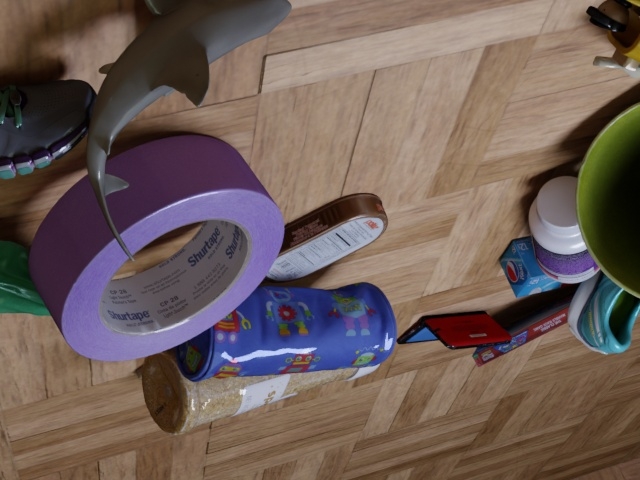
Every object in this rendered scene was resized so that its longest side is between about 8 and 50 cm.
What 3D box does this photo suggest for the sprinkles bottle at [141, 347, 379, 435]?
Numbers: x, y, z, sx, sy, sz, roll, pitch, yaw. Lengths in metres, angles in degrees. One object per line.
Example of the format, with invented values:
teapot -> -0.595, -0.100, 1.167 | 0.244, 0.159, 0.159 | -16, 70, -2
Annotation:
sprinkles bottle -> -0.075, 0.171, 1.754 | 0.355, 0.121, 0.121 | -13, 155, -38

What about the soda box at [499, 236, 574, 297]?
soda box -> 0.393, 0.026, 1.947 | 0.210, 0.071, 0.067 | -12, 153, -20

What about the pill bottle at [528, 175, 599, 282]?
pill bottle -> 0.356, -0.018, 1.788 | 0.108, 0.108, 0.193 | -23, 155, 4

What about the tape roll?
tape roll -> -0.179, 0.013, 1.382 | 0.275, 0.090, 0.274 | -27, 150, -17

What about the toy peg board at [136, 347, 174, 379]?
toy peg board -> -0.156, 0.199, 1.853 | 0.161, 0.079, 0.161 | -34, 153, 26

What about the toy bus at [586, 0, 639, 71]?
toy bus -> 0.339, -0.223, 1.266 | 0.191, 0.202, 0.104 | -5, 127, -54

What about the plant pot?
plant pot -> 0.522, -0.060, 1.698 | 0.275, 0.274, 0.293 | -34, 169, 25

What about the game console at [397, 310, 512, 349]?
game console -> 0.226, 0.169, 2.095 | 0.144, 0.124, 0.085 | -3, 123, -35

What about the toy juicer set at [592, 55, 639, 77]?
toy juicer set -> 0.482, -0.244, 1.450 | 0.329, 0.089, 0.209 | -4, -177, 11

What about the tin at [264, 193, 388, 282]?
tin -> 0.000, 0.000, 1.633 | 0.190, 0.040, 0.106 | -27, 159, 11

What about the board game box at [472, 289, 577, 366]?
board game box -> 0.399, 0.132, 2.151 | 0.281, 0.027, 0.145 | -29, -179, 16

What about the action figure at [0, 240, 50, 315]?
action figure -> -0.332, 0.050, 1.436 | 0.137, 0.063, 0.232 | -35, 152, 23

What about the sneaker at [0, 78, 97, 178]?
sneaker -> -0.316, -0.104, 1.126 | 0.224, 0.083, 0.098 | -22, 148, 0

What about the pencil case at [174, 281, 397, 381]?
pencil case -> -0.050, 0.114, 1.644 | 0.306, 0.133, 0.119 | 0, 142, -33

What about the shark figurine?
shark figurine -> -0.142, -0.125, 1.108 | 0.278, 0.116, 0.166 | -51, 142, 8

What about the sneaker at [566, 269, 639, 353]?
sneaker -> 0.472, 0.042, 1.872 | 0.107, 0.110, 0.275 | 16, 96, -26
